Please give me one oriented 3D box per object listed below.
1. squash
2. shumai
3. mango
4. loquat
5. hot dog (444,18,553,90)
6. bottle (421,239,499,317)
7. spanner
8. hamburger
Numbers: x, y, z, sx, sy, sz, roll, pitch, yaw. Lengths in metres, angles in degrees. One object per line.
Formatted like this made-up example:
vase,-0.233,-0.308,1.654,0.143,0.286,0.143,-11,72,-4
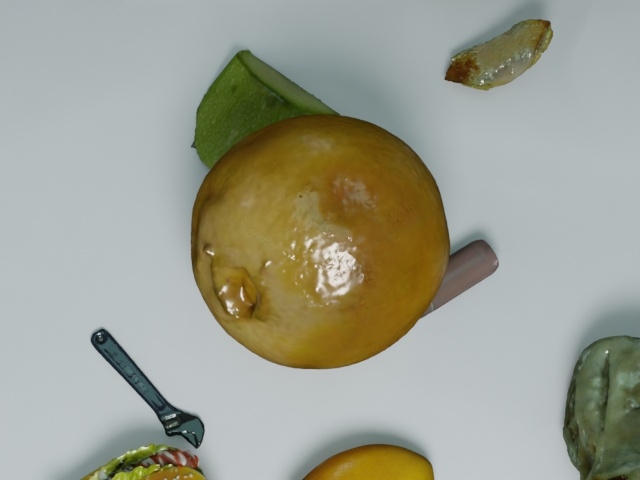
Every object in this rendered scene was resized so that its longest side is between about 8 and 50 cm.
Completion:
squash,-0.088,-0.170,1.540,0.192,0.085,0.184,34,73,9
shumai,0.404,0.234,1.352,0.225,0.222,0.261,-16,75,15
mango,0.050,0.333,1.383,0.219,0.112,0.145,-30,76,-23
loquat,0.000,0.000,1.379,0.328,0.328,0.329,1,73,-3
hot dog,0.262,-0.259,1.597,0.168,0.061,0.078,-23,65,17
bottle,0.173,0.053,1.500,0.140,0.053,0.053,-32,77,-12
spanner,-0.228,0.194,1.458,0.046,0.012,0.208,-42,78,-14
hamburger,-0.225,0.349,1.356,0.210,0.116,0.173,-22,78,-9
